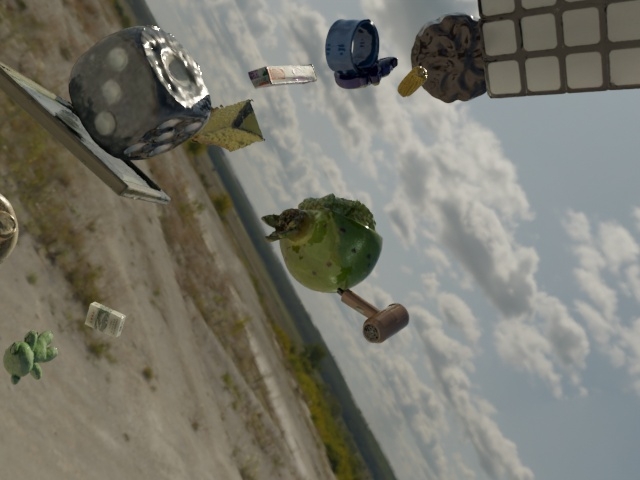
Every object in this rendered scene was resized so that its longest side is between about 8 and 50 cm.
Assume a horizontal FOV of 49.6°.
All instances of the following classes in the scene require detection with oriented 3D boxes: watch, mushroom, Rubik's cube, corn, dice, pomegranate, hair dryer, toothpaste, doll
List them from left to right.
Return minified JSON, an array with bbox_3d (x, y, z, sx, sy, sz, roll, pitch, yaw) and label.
[{"bbox_3d":[-0.810,-0.029,1.670,0.206,0.209,0.207,-7,90,-83],"label":"mushroom"},{"bbox_3d":[-0.647,0.254,1.539,0.150,0.077,0.115,-24,117,-70],"label":"doll"},{"bbox_3d":[-0.319,-0.260,1.241,0.182,0.183,0.181,63,21,7],"label":"dice"},{"bbox_3d":[-0.075,-0.339,1.427,0.196,0.047,0.040,-27,104,-59],"label":"toothpaste"},{"bbox_3d":[0.000,0.000,1.700,0.340,0.260,0.260,15,33,-41],"label":"pomegranate"},{"bbox_3d":[0.113,-0.573,2.101,0.196,0.171,0.200,-55,139,-44],"label":"watch"},{"bbox_3d":[0.103,0.161,1.591,0.181,0.117,0.064,31,-56,30],"label":"hair dryer"},{"bbox_3d":[0.178,-0.307,1.340,0.037,0.037,0.092,62,-23,5],"label":"corn"},{"bbox_3d":[0.532,-0.497,1.385,0.343,0.344,0.337,3,-64,37],"label":"Rubik's cube"}]

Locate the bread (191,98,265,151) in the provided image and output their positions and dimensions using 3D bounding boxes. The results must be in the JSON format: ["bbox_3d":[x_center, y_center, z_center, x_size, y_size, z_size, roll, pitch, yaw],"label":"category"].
[{"bbox_3d":[-0.234,-0.273,1.727,0.152,0.147,0.127,-49,123,-52],"label":"bread"}]

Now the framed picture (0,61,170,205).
[{"bbox_3d":[-0.449,-0.192,1.346,0.326,0.028,0.446,43,-1,-3],"label":"framed picture"}]

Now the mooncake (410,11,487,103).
[{"bbox_3d":[0.428,-0.576,2.189,0.141,0.282,0.283,-95,161,-65],"label":"mooncake"}]

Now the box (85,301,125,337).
[{"bbox_3d":[-0.494,0.182,1.587,0.083,0.054,0.024,22,17,9],"label":"box"}]
